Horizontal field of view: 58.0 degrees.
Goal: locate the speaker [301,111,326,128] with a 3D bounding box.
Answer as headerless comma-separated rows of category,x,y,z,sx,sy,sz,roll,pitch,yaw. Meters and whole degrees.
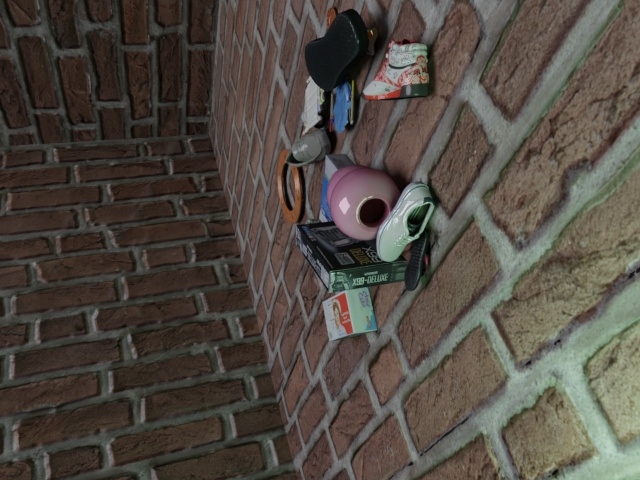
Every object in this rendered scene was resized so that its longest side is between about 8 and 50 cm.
speaker,-0.028,-0.458,2.180,0.136,0.055,0.055,-139,45,-63

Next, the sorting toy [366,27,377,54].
sorting toy,0.138,-0.586,1.703,0.083,0.045,0.075,45,158,60

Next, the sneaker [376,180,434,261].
sneaker,0.220,-0.032,1.530,0.091,0.094,0.258,-106,28,-48

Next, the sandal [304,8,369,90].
sandal,0.064,-0.579,1.784,0.167,0.107,0.446,67,163,-9

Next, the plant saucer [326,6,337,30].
plant saucer,0.040,-0.743,1.947,0.083,0.013,0.083,174,90,-71

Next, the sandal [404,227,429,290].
sandal,0.270,0.055,1.557,0.067,0.040,0.179,35,114,61

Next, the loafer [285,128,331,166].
loafer,-0.048,-0.338,2.179,0.112,0.111,0.319,68,161,1

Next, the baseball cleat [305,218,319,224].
baseball cleat,0.000,0.000,2.277,0.206,0.072,0.109,-115,10,-46

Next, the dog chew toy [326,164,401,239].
dog chew toy,0.110,-0.131,1.709,0.332,0.206,0.206,-123,31,-66

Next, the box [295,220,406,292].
box,0.084,0.037,1.761,0.307,0.242,0.076,-127,34,-56

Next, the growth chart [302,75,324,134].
growth chart,-0.021,-0.519,2.092,0.172,0.021,0.237,-17,68,63

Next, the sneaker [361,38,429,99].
sneaker,0.194,-0.444,1.510,0.270,0.090,0.145,-157,63,-64

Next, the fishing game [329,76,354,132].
fishing game,0.078,-0.450,1.911,0.264,0.041,0.189,-176,87,-76

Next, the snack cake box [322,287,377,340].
snack cake box,0.097,0.263,2.036,0.264,0.089,0.152,140,123,-67

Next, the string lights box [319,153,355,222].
string lights box,0.060,-0.155,2.007,0.133,0.077,0.260,-121,30,-50

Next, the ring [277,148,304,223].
ring,-0.133,-0.242,2.597,0.336,0.032,0.336,173,90,-70
